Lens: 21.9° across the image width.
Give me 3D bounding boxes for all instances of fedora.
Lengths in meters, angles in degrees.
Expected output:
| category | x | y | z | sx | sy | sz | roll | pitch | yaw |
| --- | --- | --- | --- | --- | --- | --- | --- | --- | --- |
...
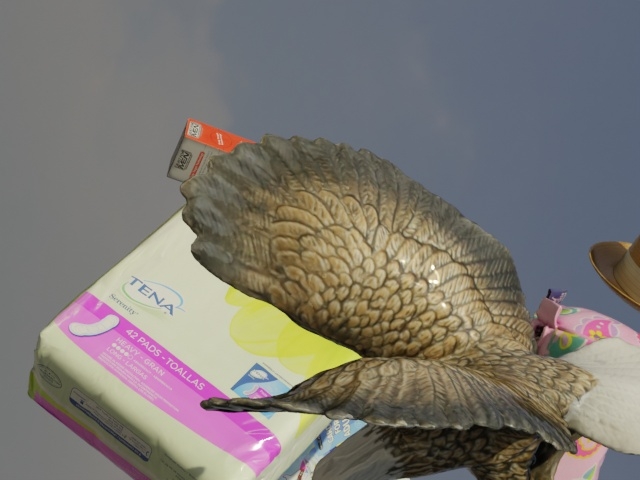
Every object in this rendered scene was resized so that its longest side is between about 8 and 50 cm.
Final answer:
| category | x | y | z | sx | sy | sz | roll | pitch | yaw |
| --- | --- | --- | --- | --- | --- | --- | --- | --- | --- |
| fedora | 0.356 | 0.028 | 1.611 | 0.079 | 0.194 | 0.194 | -66 | -151 | 21 |

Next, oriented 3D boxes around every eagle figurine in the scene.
| category | x | y | z | sx | sy | sz | roll | pitch | yaw |
| --- | --- | --- | --- | --- | --- | --- | --- | --- | --- |
| eagle figurine | 0.060 | 0.085 | 1.000 | 0.226 | 0.298 | 0.225 | 10 | -122 | 44 |

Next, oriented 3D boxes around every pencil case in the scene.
| category | x | y | z | sx | sy | sz | roll | pitch | yaw |
| --- | --- | --- | --- | --- | --- | --- | --- | --- | --- |
| pencil case | 0.203 | 0.194 | 1.506 | 0.124 | 0.124 | 0.284 | 41 | -65 | 63 |

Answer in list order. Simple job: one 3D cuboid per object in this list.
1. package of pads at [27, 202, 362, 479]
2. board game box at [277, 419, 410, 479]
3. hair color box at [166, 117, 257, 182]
| category | x | y | z | sx | sy | sz | roll | pitch | yaw |
| --- | --- | --- | --- | --- | --- | --- | --- | --- | --- |
| package of pads | -0.085 | 0.087 | 1.449 | 0.229 | 0.296 | 0.101 | 36 | -37 | 15 |
| board game box | -0.041 | 0.319 | 1.987 | 0.079 | 0.336 | 0.253 | 21 | -42 | 41 |
| hair color box | -0.111 | -0.091 | 2.041 | 0.043 | 0.141 | 0.072 | -84 | -162 | -50 |
